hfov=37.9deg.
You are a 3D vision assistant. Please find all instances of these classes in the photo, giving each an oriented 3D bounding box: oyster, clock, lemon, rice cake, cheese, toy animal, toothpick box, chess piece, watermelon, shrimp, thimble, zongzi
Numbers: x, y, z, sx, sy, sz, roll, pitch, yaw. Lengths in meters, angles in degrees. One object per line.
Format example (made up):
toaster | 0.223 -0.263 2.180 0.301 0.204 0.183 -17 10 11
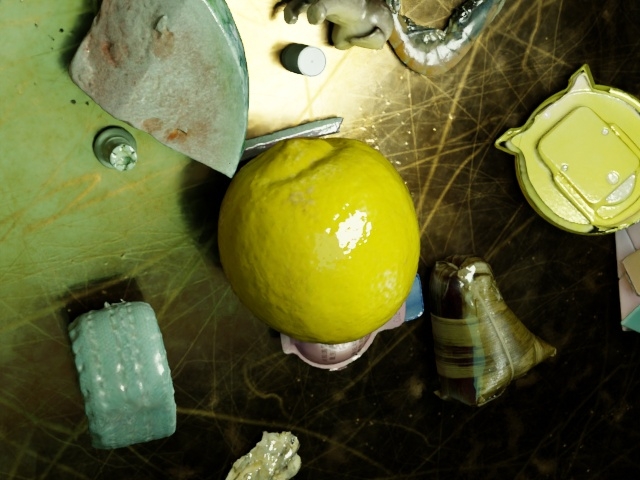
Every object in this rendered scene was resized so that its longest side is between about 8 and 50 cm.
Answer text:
oyster | -0.112 0.445 1.711 0.209 0.072 0.133 -35 117 -10
clock | 0.497 -0.150 1.728 0.277 0.071 0.293 -35 81 -2
lemon | 0.000 0.000 1.489 0.348 0.348 0.348 -6 107 -19
rice cake | -0.055 -0.173 1.577 0.208 0.033 0.033 -17 101 -17
cheese | 0.060 0.134 1.685 0.286 0.074 0.189 -18 111 -19
toy animal | 0.019 -0.403 1.499 0.169 0.121 0.233 -28 104 -29
toothpick box | -0.027 -0.295 1.524 0.052 0.083 0.052 -5 106 -19
chess piece | -0.313 -0.137 1.450 0.067 0.103 0.067 -5 106 -19
watermelon | -0.244 -0.274 1.388 0.258 0.228 0.387 -19 120 -6
shrimp | 0.217 -0.419 1.601 0.262 0.051 0.198 -45 115 0
thimble | -0.320 0.211 1.500 0.143 0.198 0.235 -10 79 -16
zongzi | 0.340 0.146 1.776 0.288 0.134 0.286 -15 106 -31

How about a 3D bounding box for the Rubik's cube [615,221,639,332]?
Rubik's cube | 0.763 0.035 1.774 0.358 0.368 0.387 -3 147 -22
